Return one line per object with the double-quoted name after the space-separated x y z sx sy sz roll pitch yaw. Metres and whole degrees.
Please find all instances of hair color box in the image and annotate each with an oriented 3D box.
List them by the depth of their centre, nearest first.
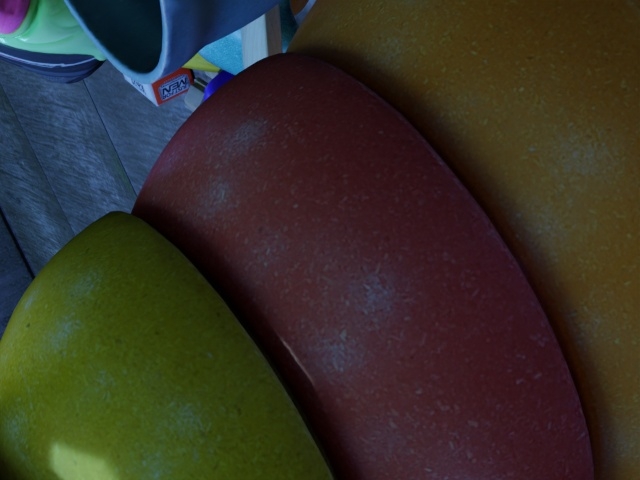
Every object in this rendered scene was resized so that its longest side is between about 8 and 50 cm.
-0.161 -0.197 1.359 0.072 0.043 0.141 40 152 47 "hair color box"

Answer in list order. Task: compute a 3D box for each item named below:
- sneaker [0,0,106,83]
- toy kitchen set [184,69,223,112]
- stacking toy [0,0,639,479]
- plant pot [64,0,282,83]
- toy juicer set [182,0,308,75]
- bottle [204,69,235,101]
-0.335 -0.270 1.128 0.483 0.185 0.202 42 166 14 "sneaker"
-0.082 -0.146 1.183 0.083 0.068 0.075 35 150 52 "toy kitchen set"
-0.029 0.068 0.698 0.351 0.479 0.351 52 161 26 "stacking toy"
-0.054 -0.246 0.714 0.293 0.196 0.293 57 164 26 "plant pot"
-0.047 -0.201 0.958 0.329 0.089 0.209 -151 61 -69 "toy juicer set"
0.000 0.000 1.146 0.118 0.092 0.283 36 150 54 "bottle"
